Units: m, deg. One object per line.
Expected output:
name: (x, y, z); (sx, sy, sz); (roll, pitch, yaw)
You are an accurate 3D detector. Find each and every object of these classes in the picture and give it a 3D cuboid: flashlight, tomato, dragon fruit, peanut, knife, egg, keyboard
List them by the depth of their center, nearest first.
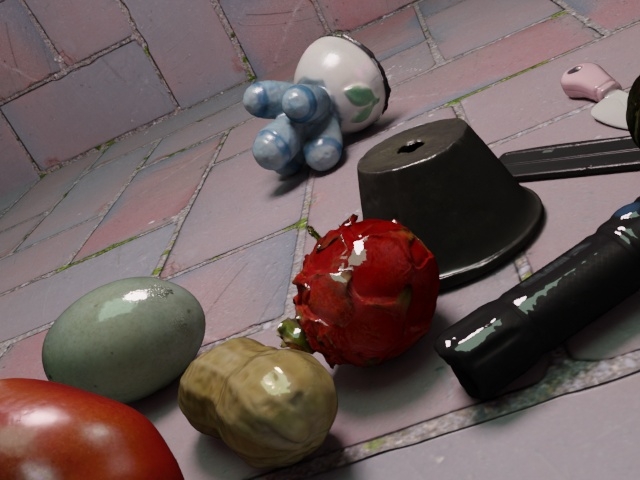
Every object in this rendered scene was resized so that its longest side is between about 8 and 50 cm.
tomato: (-0.242, 0.266, 0.672); (0.299, 0.298, 0.226); (-21, -10, 14)
flashlight: (0.302, 0.021, 0.801); (0.424, 0.103, 0.103); (-31, 22, -8)
peanut: (-0.074, 0.173, 0.849); (0.130, 0.130, 0.290); (-37, 18, -23)
dragon fruit: (0.051, 0.059, 0.896); (0.209, 0.172, 0.172); (-50, 29, -22)
egg: (-0.275, 0.141, 1.083); (0.237, 0.169, 0.169); (-25, 22, 1)
keyboard: (0.329, -0.123, 1.172); (0.381, 0.041, 0.103); (5, 37, 43)
knife: (0.466, -0.224, 1.230); (0.081, 0.043, 0.336); (-30, 23, 8)

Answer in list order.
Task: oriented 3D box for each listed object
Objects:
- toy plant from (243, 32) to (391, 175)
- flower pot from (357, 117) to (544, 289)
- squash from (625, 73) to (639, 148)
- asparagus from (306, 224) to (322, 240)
toy plant: (-0.030, -0.267, 1.650); (0.247, 0.247, 0.332); (0, 37, 49)
flower pot: (0.151, -0.063, 1.063); (0.269, 0.166, 0.269); (-25, 21, 10)
squash: (0.479, -0.175, 0.958); (0.193, 0.156, 0.193); (-34, 35, 29)
asparagus: (0.000, 0.000, 1.293); (0.016, 0.013, 0.166); (-19, 22, -8)
